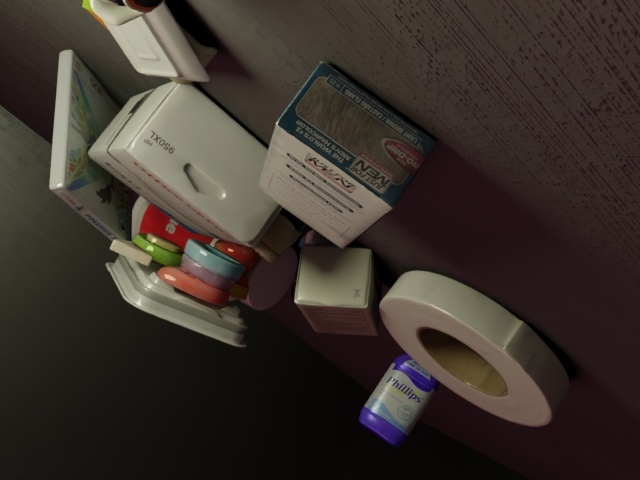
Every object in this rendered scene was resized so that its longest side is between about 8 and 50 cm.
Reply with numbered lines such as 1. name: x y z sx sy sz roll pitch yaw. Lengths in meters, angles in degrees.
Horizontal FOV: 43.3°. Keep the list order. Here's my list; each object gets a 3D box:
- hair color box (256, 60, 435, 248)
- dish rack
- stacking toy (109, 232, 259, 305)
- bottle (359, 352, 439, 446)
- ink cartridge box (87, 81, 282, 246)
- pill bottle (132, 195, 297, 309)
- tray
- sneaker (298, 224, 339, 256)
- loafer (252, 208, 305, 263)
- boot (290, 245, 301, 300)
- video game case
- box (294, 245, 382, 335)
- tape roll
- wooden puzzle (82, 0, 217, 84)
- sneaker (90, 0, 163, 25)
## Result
1. hair color box: 0.019 -0.099 1.107 0.174 0.105 0.347 35 169 -2
2. dish rack: -0.301 0.110 1.733 0.286 0.072 0.333 26 -177 -26
3. stacking toy: -0.268 0.016 1.709 0.280 0.130 0.309 28 -177 3
4. bottle: 0.203 0.313 1.789 0.118 0.282 0.092 33 168 13
5. ink cartridge box: -0.253 -0.142 1.537 0.285 0.166 0.395 39 168 -23
6. pill bottle: -0.266 0.009 2.019 0.408 0.229 0.229 28 166 30
7. tray: -0.264 -0.314 1.079 0.145 0.030 0.270 15 149 39
8. sneaker: 0.000 0.000 1.689 0.083 0.071 0.190 14 165 7
9. loafer: -0.076 -0.034 1.583 0.102 0.092 0.268 44 -166 -13
10. boot: -0.051 0.087 2.130 0.229 0.091 0.263 48 160 -28
11. video game case: -0.480 -0.190 1.732 0.036 0.328 0.300 -9 155 11
12. box: 0.044 0.110 1.697 0.149 0.126 0.232 3 159 11
13. tape roll: 0.288 0.209 1.545 0.392 0.072 0.392 35 160 15
14. wooden puzzle: -0.276 -0.322 1.194 0.239 0.044 0.221 38 168 -14
15. sneaker: -0.191 -0.314 0.802 0.126 0.127 0.321 36 167 1
